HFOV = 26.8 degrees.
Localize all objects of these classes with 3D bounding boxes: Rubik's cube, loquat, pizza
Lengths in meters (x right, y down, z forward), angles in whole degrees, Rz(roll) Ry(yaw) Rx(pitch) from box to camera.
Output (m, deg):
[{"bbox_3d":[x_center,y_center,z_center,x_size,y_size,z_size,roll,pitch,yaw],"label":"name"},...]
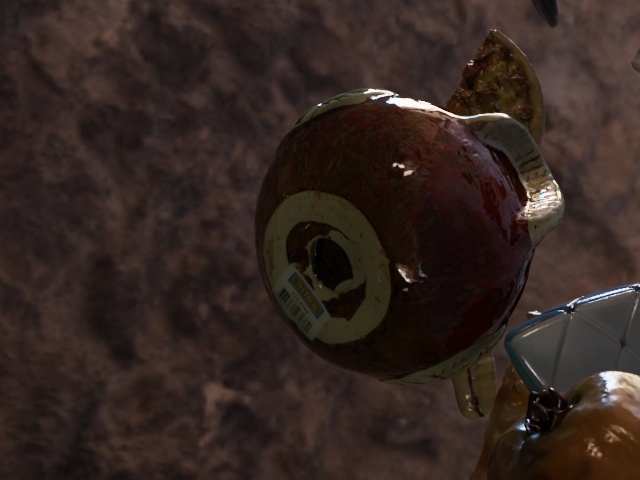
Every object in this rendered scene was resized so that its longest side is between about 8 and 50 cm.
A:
[{"bbox_3d":[0.352,0.128,1.600,0.254,0.254,0.254,5,-90,-67],"label":"Rubik's cube"},{"bbox_3d":[0.227,0.198,1.016,0.234,0.187,0.176,47,-151,-20],"label":"loquat"},{"bbox_3d":[0.228,-0.179,1.743,0.175,0.134,0.046,64,172,1],"label":"pizza"}]

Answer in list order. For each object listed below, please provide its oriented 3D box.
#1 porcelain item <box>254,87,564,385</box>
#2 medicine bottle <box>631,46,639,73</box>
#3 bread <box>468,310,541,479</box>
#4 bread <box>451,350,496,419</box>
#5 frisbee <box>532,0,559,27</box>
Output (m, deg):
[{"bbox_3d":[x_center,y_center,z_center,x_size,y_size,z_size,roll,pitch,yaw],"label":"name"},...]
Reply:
[{"bbox_3d":[0.076,-0.011,1.092,0.253,0.253,0.253,5,-90,-67],"label":"porcelain item"},{"bbox_3d":[0.453,-0.257,1.771,0.089,0.052,0.052,-59,-24,4],"label":"medicine bottle"},{"bbox_3d":[0.420,0.329,1.883,0.279,0.390,0.371,29,-99,-58],"label":"bread"},{"bbox_3d":[0.219,0.156,1.965,0.053,0.073,0.214,164,99,-71],"label":"bread"},{"bbox_3d":[0.303,-0.453,1.993,0.289,0.049,0.289,-13,-90,-80],"label":"frisbee"}]
